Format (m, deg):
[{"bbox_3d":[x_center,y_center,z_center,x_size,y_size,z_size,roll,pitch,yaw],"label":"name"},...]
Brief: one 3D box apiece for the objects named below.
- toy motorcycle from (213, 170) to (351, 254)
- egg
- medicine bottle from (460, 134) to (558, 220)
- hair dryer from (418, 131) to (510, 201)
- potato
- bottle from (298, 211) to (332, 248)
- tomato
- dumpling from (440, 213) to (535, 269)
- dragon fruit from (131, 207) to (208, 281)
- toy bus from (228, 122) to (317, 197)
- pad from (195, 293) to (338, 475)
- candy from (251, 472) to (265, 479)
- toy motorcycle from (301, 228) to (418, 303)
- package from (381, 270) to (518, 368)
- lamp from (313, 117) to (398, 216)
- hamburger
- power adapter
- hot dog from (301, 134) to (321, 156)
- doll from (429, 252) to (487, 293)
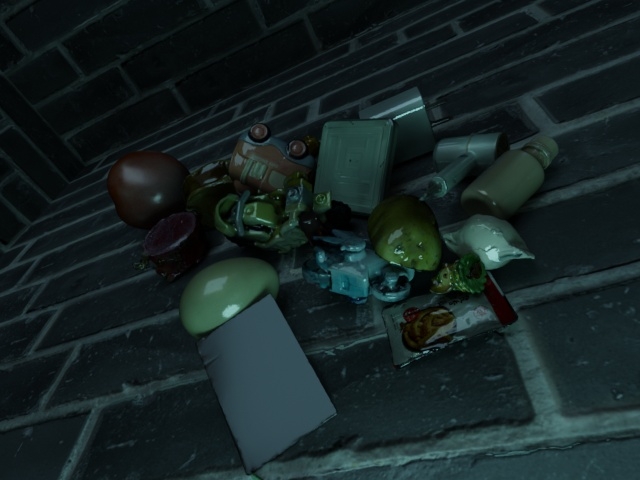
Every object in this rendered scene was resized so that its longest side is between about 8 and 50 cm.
[{"bbox_3d":[-0.127,-0.065,1.199,0.410,0.237,0.169,-11,66,25],"label":"toy motorcycle"},{"bbox_3d":[-0.216,0.139,1.038,0.253,0.189,0.188,-30,34,-5],"label":"egg"},{"bbox_3d":[0.436,-0.142,0.972,0.252,0.114,0.114,-42,36,-15],"label":"medicine bottle"},{"bbox_3d":[0.309,-0.165,1.026,0.173,0.108,0.357,3,26,42],"label":"hair dryer"},{"bbox_3d":[0.194,-0.038,0.943,0.160,0.111,0.272,17,21,-3],"label":"potato"},{"bbox_3d":[0.000,0.000,1.073,0.060,0.164,0.060,-20,36,15],"label":"bottle"},{"bbox_3d":[-0.653,-0.196,1.693,0.321,0.322,0.322,-20,36,15],"label":"tomato"},{"bbox_3d":[0.340,-0.001,0.867,0.188,0.108,0.127,14,21,38],"label":"dumpling"},{"bbox_3d":[-0.485,0.025,1.447,0.211,0.147,0.282,19,60,37],"label":"dragon fruit"},{"bbox_3d":[-0.163,-0.223,1.403,0.287,0.194,0.232,26,75,3],"label":"toy bus"},{"bbox_3d":[-0.121,0.272,0.867,0.202,0.005,0.300,-34,56,-4],"label":"pad"},{"bbox_3d":[-0.056,0.416,0.700,0.193,0.062,0.058,-4,39,48],"label":"candy"},{"bbox_3d":[0.097,0.056,0.963,0.260,0.154,0.206,11,29,29],"label":"toy motorcycle"},{"bbox_3d":[0.237,0.147,0.828,0.239,0.030,0.154,-23,33,13],"label":"package"},{"bbox_3d":[0.092,-0.212,1.235,0.266,0.047,0.269,12,97,44],"label":"lamp"},{"bbox_3d":[-0.368,-0.172,1.533,0.308,0.211,0.132,-23,39,8],"label":"hamburger"},{"bbox_3d":[0.264,-0.346,1.294,0.255,0.187,0.124,-21,36,15],"label":"power adapter"},{"bbox_3d":[-0.102,-0.306,1.626,0.115,0.072,0.269,4,47,51],"label":"hot dog"},{"bbox_3d":[0.271,0.077,0.838,0.078,0.076,0.113,-55,2,-30],"label":"doll"}]
